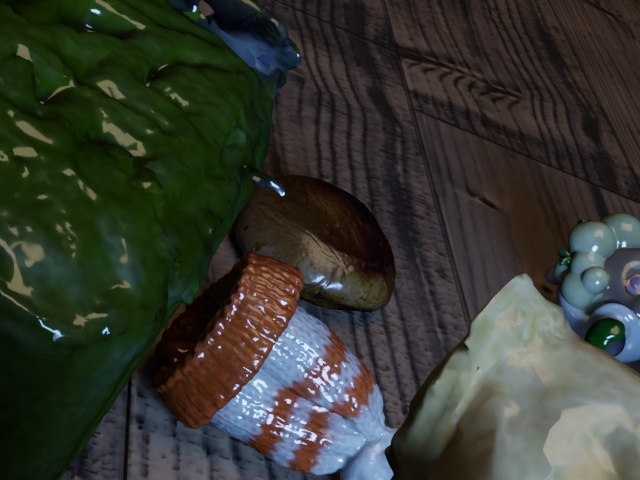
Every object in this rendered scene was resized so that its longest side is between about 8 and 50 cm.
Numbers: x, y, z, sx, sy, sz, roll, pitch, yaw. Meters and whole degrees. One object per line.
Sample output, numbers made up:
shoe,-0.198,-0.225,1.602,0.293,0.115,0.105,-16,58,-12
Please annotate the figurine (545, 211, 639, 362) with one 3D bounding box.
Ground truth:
figurine,0.241,0.063,1.186,0.147,0.093,0.197,-19,53,-43

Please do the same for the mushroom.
mushroom,0.000,0.000,1.108,0.123,0.052,0.123,20,29,-12

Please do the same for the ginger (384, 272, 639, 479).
ginger,0.010,0.223,0.288,0.363,0.348,0.122,51,-10,-4

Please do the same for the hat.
hat,-0.007,0.089,0.905,0.162,0.112,0.093,35,52,-10

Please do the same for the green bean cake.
green bean cake,-0.194,-0.047,0.797,0.335,0.218,0.319,29,28,-3
